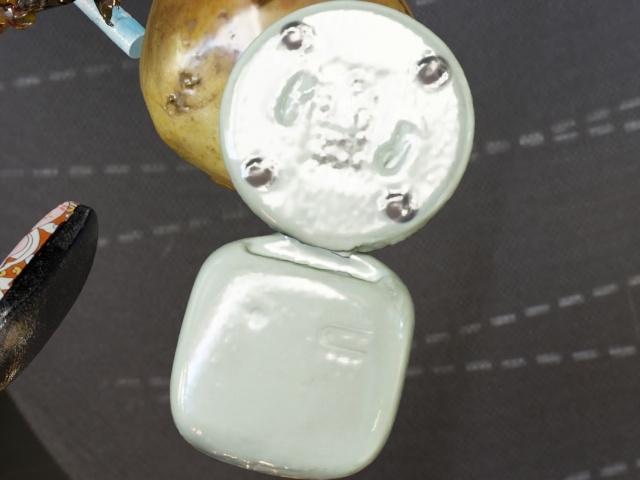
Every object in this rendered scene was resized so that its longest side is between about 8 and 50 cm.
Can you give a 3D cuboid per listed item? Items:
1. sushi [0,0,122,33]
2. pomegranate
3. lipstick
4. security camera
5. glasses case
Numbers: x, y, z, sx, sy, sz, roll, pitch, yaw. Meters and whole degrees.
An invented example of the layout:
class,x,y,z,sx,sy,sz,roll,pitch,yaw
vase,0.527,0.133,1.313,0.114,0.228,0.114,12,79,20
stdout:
class,x,y,z,sx,sy,sz,roll,pitch,yaw
sushi,-0.250,-0.271,0.918,0.204,0.200,0.213,-8,126,-22
pomegranate,-0.040,-0.168,1.135,0.281,0.281,0.281,-5,156,-2
lipstick,-0.324,-0.344,1.822,0.048,0.158,0.048,-37,156,-20
security camera,0.000,0.000,0.752,0.157,0.301,0.080,13,180,1
glasses case,-0.290,0.052,1.202,0.067,0.266,0.103,16,121,5
